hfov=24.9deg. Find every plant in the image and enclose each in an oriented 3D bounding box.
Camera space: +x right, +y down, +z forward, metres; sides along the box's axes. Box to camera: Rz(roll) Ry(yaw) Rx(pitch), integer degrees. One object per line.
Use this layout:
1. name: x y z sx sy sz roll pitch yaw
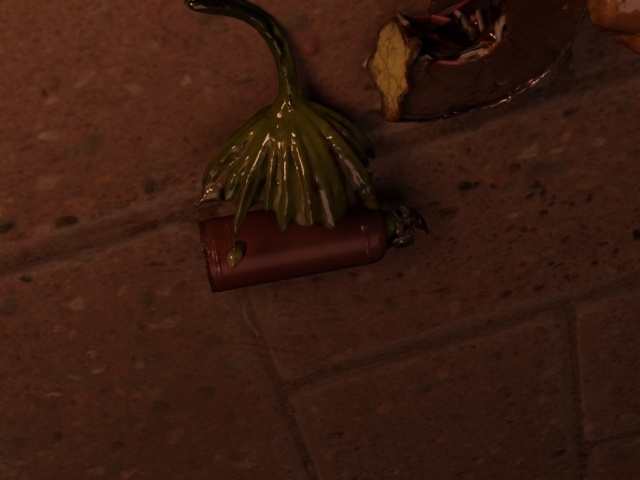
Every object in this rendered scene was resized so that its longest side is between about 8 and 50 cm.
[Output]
1. plant: -0.032 -0.148 1.803 0.251 0.180 0.333 -16 139 -19

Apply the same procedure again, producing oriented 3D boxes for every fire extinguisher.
1. fire extinguisher: 0.000 0.000 2.044 0.337 0.107 0.147 -9 166 -9

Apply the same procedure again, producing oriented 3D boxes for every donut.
1. donut: 0.191 -0.293 1.718 0.259 0.136 0.345 -15 148 -11

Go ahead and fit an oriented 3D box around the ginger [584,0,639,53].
1. ginger: 0.397 -0.296 1.561 0.223 0.200 0.269 -8 -178 17
